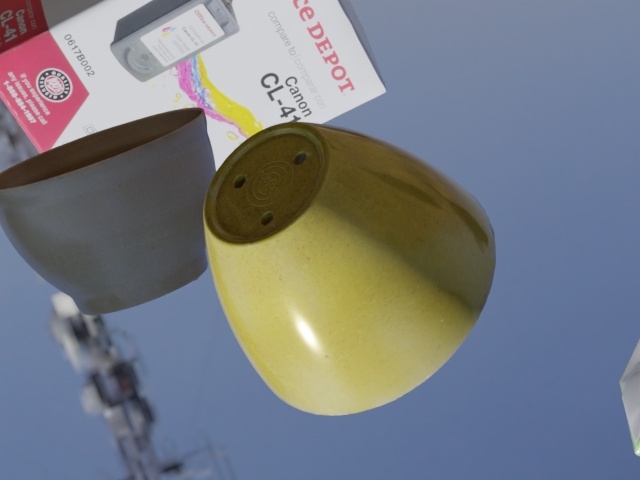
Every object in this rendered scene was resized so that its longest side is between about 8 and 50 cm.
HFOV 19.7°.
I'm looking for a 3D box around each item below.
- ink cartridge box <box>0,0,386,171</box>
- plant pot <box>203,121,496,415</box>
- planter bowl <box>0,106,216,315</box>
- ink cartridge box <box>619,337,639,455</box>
[{"bbox_3d":[-0.127,-0.176,1.662,0.306,0.226,0.131,-25,-142,7],"label":"ink cartridge box"},{"bbox_3d":[0.000,0.000,0.852,0.134,0.095,0.134,-21,-132,24],"label":"plant pot"},{"bbox_3d":[-0.140,-0.014,1.281,0.162,0.109,0.162,-17,-168,4],"label":"planter bowl"},{"bbox_3d":[0.459,0.119,1.564,0.353,0.207,0.119,18,-154,-8],"label":"ink cartridge box"}]
